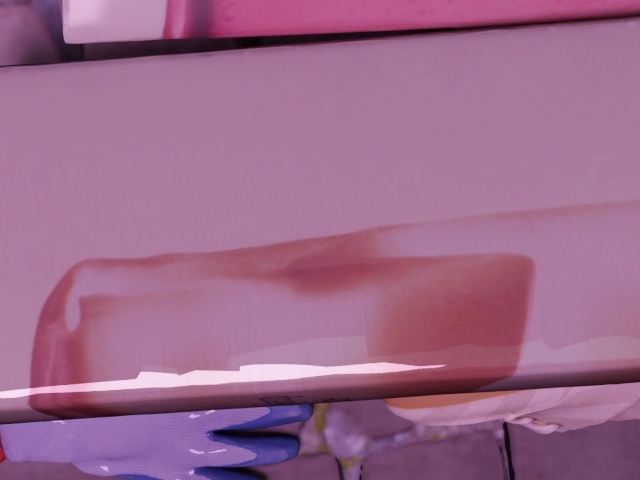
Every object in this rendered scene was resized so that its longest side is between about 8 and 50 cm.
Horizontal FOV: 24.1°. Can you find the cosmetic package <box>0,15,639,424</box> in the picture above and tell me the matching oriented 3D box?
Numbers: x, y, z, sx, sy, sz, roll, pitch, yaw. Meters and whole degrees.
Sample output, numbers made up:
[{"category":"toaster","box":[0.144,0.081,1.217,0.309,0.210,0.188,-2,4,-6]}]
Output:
[{"category":"cosmetic package","box":[0.000,0.000,0.588,0.296,0.153,0.129,-4,83,4]}]

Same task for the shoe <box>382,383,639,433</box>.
[{"category":"shoe","box":[0.135,0.065,0.697,0.219,0.076,0.058,-8,102,-6]}]

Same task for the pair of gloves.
[{"category":"pair of gloves","box":[-0.081,0.132,0.721,0.159,0.023,0.198,-3,106,-4]}]

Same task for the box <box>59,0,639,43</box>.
[{"category":"box","box":[0.014,-0.152,0.580,0.232,0.148,0.127,-3,107,-5]}]
